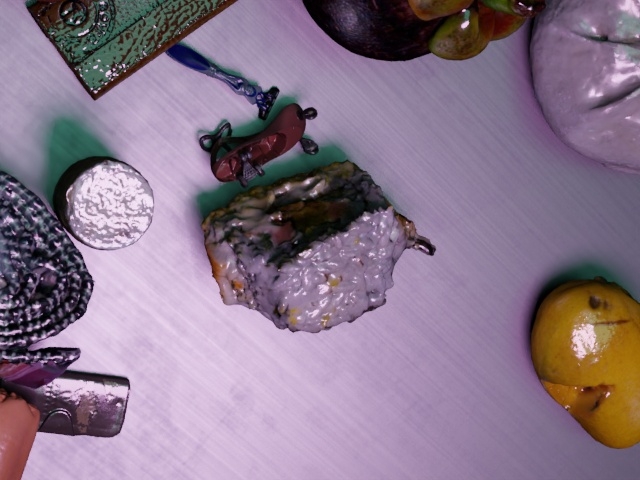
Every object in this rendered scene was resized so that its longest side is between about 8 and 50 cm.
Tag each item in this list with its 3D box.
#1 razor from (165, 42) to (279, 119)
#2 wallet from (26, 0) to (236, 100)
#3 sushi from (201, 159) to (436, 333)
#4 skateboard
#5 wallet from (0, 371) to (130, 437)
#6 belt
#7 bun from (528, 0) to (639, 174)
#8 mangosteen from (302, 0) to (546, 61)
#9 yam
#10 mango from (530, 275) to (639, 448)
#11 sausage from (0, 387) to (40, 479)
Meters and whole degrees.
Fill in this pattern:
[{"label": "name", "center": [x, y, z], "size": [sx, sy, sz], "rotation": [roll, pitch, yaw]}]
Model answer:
[{"label": "razor", "center": [-0.122, -0.203, 1.299], "size": [0.154, 0.028, 0.044], "rotation": [28, 88, -19]}, {"label": "wallet", "center": [-0.208, -0.287, 1.254], "size": [0.243, 0.039, 0.133], "rotation": [-37, 101, -10]}, {"label": "sushi", "center": [0.000, 0.000, 1.269], "size": [0.274, 0.184, 0.139], "rotation": [-25, 131, -16]}, {"label": "skateboard", "center": [-0.078, -0.123, 1.303], "size": [0.151, 0.080, 0.067], "rotation": [-30, 143, -25]}, {"label": "wallet", "center": [-0.314, 0.197, 1.291], "size": [0.157, 0.018, 0.082], "rotation": [12, 93, -19]}, {"label": "belt", "center": [-0.394, 0.026, 1.177], "size": [0.295, 0.160, 0.207], "rotation": [28, 70, -19]}, {"label": "bun", "center": [0.448, -0.248, 1.387], "size": [0.354, 0.194, 0.354], "rotation": [-2, 96, -16]}, {"label": "mangosteen", "center": [0.113, -0.350, 1.207], "size": [0.300, 0.300, 0.300], "rotation": [-2, 97, -17]}, {"label": "yam", "center": [-0.244, -0.042, 1.193], "size": [0.107, 0.194, 0.107], "rotation": [-1, 94, -16]}, {"label": "mango", "center": [0.386, 0.172, 1.453], "size": [0.167, 0.130, 0.262], "rotation": [-37, 110, -5]}, {"label": "sausage", "center": [-0.397, 0.309, 1.196], "size": [0.086, 0.086, 0.289], "rotation": [22, 73, -19]}]
